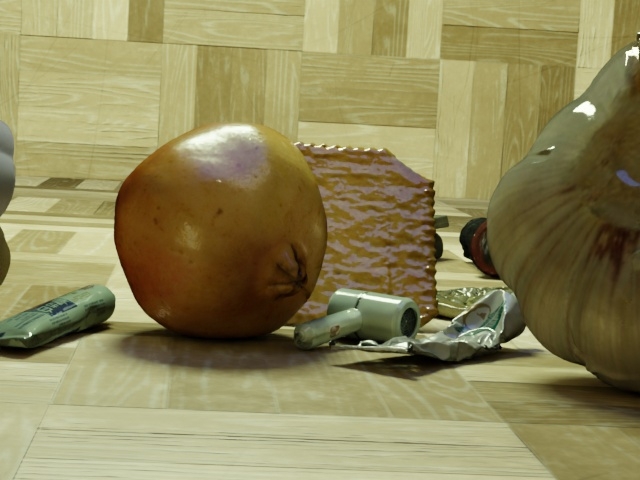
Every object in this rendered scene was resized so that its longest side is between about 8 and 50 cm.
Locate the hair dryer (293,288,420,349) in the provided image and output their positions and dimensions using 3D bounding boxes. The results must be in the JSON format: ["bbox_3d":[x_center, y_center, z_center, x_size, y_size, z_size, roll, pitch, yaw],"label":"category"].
[{"bbox_3d":[0.024,0.079,1.478,0.082,0.047,0.137,8,13,37],"label":"hair dryer"}]

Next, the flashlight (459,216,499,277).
[{"bbox_3d":[0.243,0.001,2.220,0.093,0.093,0.232,3,5,-2],"label":"flashlight"}]

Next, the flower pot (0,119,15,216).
[{"bbox_3d":[-0.542,-0.094,2.044,0.243,0.265,0.265,16,-5,-42],"label":"flower pot"}]

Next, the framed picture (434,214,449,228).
[{"bbox_3d":[0.015,-0.007,2.261,0.240,0.020,0.324,-5,3,27],"label":"framed picture"}]

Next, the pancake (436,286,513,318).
[{"bbox_3d":[0.172,0.069,1.756,0.158,0.028,0.158,0,6,0],"label":"pancake"}]

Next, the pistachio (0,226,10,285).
[{"bbox_3d":[-0.405,0.013,1.501,0.223,0.126,0.152,1,42,-20],"label":"pistachio"}]

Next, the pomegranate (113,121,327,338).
[{"bbox_3d":[-0.095,-0.010,1.484,0.209,0.209,0.209,3,5,0],"label":"pomegranate"}]

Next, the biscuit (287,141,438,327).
[{"bbox_3d":[0.005,-0.009,1.653,0.237,0.232,0.013,3,-34,-3],"label":"biscuit"}]

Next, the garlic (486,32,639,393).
[{"bbox_3d":[0.302,-0.017,1.349,0.241,0.322,0.322,29,-9,-31],"label":"garlic"}]

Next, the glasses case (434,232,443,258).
[{"bbox_3d":[0.123,0.013,2.277,0.072,0.042,0.190,-3,3,17],"label":"glasses case"}]

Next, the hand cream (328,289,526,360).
[{"bbox_3d":[0.119,0.084,1.455,0.084,0.050,0.257,5,11,38],"label":"hand cream"}]

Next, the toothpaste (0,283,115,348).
[{"bbox_3d":[-0.241,0.071,1.444,0.060,0.038,0.233,1,7,17],"label":"toothpaste"}]

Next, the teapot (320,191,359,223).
[{"bbox_3d":[0.000,0.000,1.753,0.252,0.135,0.178,25,1,-23],"label":"teapot"}]
